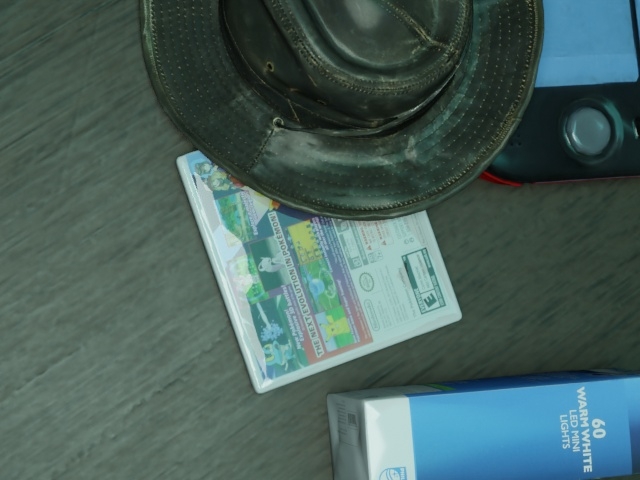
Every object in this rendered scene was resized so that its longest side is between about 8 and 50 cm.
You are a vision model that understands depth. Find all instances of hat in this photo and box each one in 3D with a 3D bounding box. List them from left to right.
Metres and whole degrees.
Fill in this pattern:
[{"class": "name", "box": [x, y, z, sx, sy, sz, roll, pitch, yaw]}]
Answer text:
[{"class": "hat", "box": [0.012, -0.176, 0.830, 0.332, 0.134, 0.331, 0, 87, 2]}]

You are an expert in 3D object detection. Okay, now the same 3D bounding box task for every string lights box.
[{"class": "string lights box", "box": [0.146, 0.146, 0.863, 0.260, 0.133, 0.076, -3, 85, -11]}]

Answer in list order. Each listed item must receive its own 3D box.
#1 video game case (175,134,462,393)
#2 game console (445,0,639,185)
[{"class": "video game case", "box": [0.000, 0.000, 0.905, 0.184, 0.023, 0.201, -19, 90, -12]}, {"class": "game console", "box": [0.252, -0.244, 0.958, 0.342, 0.060, 0.386, -5, 87, -11]}]
